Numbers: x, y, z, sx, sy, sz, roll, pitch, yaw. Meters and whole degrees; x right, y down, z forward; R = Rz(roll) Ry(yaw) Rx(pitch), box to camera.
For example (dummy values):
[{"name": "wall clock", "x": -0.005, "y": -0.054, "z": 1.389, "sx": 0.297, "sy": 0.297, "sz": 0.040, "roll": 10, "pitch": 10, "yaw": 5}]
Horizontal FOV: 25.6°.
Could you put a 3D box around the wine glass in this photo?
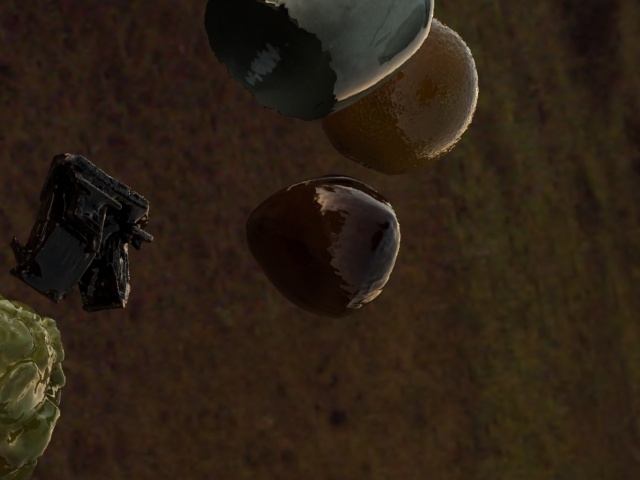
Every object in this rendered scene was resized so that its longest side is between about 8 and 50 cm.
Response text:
[{"name": "wine glass", "x": 0.037, "y": -0.290, "z": 1.485, "sx": 0.323, "sy": 0.238, "sz": 0.238, "roll": -53, "pitch": 136, "yaw": -26}]

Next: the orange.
[{"name": "orange", "x": 0.124, "y": -0.243, "z": 2.298, "sx": 0.274, "sy": 0.274, "sz": 0.274, "roll": -10, "pitch": 90, "yaw": -69}]

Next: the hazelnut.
[{"name": "hazelnut", "x": 0.000, "y": 0.000, "z": 1.896, "sx": 0.208, "sy": 0.208, "sz": 0.208, "roll": -10, "pitch": 90, "yaw": -69}]

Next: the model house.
[{"name": "model house", "x": -0.304, "y": 0.008, "z": 1.834, "sx": 0.203, "sy": 0.141, "sz": 0.164, "roll": 31, "pitch": 46, "yaw": -45}]

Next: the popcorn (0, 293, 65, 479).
[{"name": "popcorn", "x": -0.392, "y": 0.164, "z": 1.618, "sx": 0.212, "sy": 0.259, "sz": 0.259, "roll": -55, "pitch": 131, "yaw": -52}]
